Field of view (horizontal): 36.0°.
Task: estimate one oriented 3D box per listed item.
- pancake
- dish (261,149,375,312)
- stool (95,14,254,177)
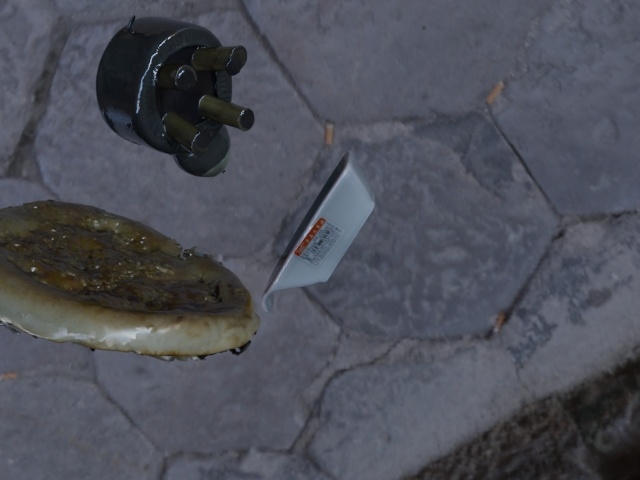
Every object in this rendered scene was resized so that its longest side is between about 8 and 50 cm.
[{"bbox_3d":[-0.244,0.041,1.159,0.382,0.382,0.071,17,104,-12],"label":"pancake"},{"bbox_3d":[0.000,0.000,1.297,0.064,0.154,0.234,32,103,-5],"label":"dish"},{"bbox_3d":[-0.152,-0.169,1.165,0.228,0.139,0.153,32,80,-53],"label":"stool"}]
